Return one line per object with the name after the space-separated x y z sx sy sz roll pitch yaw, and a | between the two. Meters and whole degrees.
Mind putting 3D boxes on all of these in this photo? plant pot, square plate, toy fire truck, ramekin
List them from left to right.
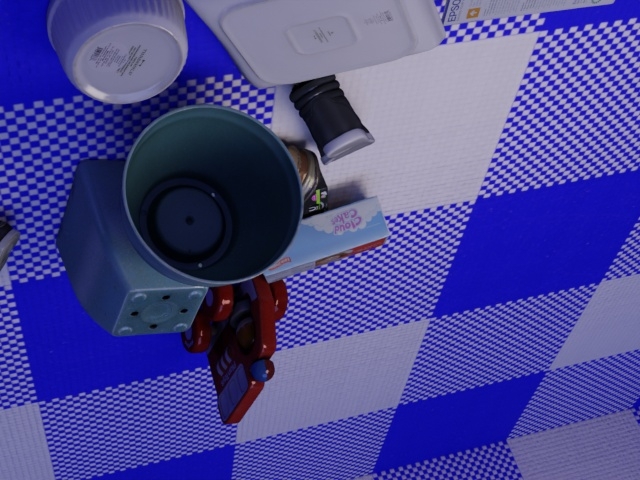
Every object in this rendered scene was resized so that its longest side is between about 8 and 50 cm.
-0.293 -0.296 1.541 0.207 0.109 0.207 -14 148 -9 | ramekin
-0.314 0.029 1.880 0.247 0.252 0.247 -2 143 -28 | plant pot
-0.198 -0.051 1.712 0.293 0.293 0.196 -5 167 -23 | plant pot
-0.166 0.222 2.245 0.169 0.254 0.302 2 142 -32 | toy fire truck
0.000 -0.331 1.579 0.344 0.049 0.347 -10 162 13 | square plate

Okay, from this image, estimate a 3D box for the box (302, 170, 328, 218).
-0.021 -0.092 2.049 0.062 0.052 0.083 -16 149 -9 | box

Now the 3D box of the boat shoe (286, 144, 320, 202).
-0.140 -0.066 1.975 0.120 0.122 0.324 21 122 -39 | boat shoe

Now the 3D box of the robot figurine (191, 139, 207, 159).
-0.216 -0.172 1.806 0.101 0.067 0.115 -2 143 -24 | robot figurine

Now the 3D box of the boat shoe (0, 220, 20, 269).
-0.614 0.030 1.901 0.079 0.084 0.233 33 138 -7 | boat shoe

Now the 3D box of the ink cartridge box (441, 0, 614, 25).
0.360 -0.495 1.647 0.330 0.071 0.324 -9 147 -13 | ink cartridge box

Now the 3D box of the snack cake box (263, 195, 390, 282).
0.000 0.000 2.114 0.264 0.089 0.152 -18 172 -3 | snack cake box

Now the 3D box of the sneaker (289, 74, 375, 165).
0.019 -0.220 1.847 0.104 0.147 0.296 -27 178 3 | sneaker
